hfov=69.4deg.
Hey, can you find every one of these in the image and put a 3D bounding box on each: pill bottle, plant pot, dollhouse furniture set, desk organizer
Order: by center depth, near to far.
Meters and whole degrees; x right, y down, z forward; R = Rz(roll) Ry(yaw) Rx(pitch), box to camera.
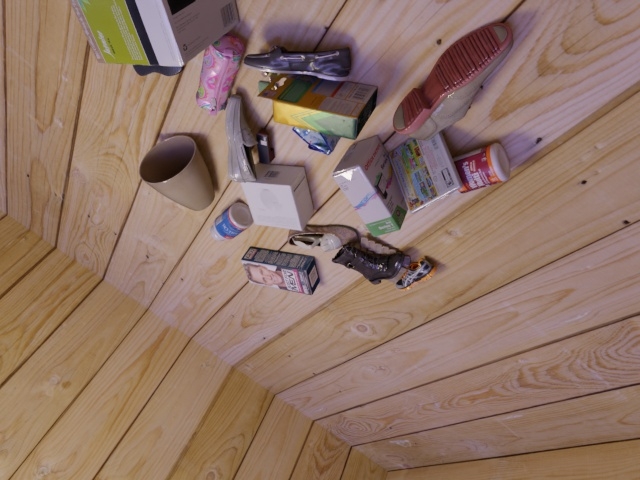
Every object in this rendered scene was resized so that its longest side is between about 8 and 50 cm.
[{"bbox_3d":[0.469,-0.216,1.457,0.221,0.121,0.121,-16,122,39],"label":"pill bottle"},{"bbox_3d":[-0.189,-0.533,1.554,0.076,0.058,0.151,14,137,18],"label":"dollhouse furniture set"},{"bbox_3d":[-0.207,-0.357,1.750,0.047,0.050,0.130,16,138,15],"label":"desk organizer"},{"bbox_3d":[-0.568,-0.254,1.943,0.257,0.256,0.274,6,150,24],"label":"plant pot"},{"bbox_3d":[-0.409,-0.075,2.097,0.124,0.124,0.222,43,138,-16],"label":"pill bottle"}]

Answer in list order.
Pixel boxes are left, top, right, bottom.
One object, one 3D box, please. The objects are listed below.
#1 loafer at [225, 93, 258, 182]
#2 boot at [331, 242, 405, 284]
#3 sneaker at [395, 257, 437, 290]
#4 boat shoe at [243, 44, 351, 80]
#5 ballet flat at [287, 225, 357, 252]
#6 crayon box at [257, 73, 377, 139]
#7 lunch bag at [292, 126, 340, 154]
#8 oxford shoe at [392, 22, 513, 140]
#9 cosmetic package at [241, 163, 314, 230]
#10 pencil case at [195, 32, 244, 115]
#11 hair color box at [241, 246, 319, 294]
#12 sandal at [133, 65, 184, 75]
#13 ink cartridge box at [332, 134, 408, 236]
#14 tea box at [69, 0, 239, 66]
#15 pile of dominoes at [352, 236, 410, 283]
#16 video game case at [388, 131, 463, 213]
[{"bbox_3d":[-0.284,-0.371,1.698,0.112,0.112,0.319,4,114,7],"label":"loafer"},{"bbox_3d":[0.190,0.080,1.889,0.229,0.091,0.263,31,140,-15],"label":"boot"},{"bbox_3d":[0.384,0.139,1.910,0.083,0.084,0.215,48,133,-3],"label":"sneaker"},{"bbox_3d":[-0.069,-0.561,1.416,0.336,0.112,0.095,9,119,5],"label":"boat shoe"},{"bbox_3d":[0.000,0.000,1.955,0.316,0.106,0.107,2,133,27],"label":"ballet flat"},{"bbox_3d":[-0.007,-0.431,1.445,0.323,0.203,0.083,17,138,15],"label":"crayon box"},{"bbox_3d":[-0.001,-0.374,1.556,0.151,0.128,0.096,39,140,-15],"label":"lunch bag"},{"bbox_3d":[0.385,-0.434,1.308,0.147,0.140,0.397,16,144,-34],"label":"oxford shoe"},{"bbox_3d":[-0.167,-0.174,1.847,0.224,0.138,0.224,9,134,23],"label":"cosmetic package"},{"bbox_3d":[-0.344,-0.557,1.558,0.124,0.124,0.284,33,142,-5],"label":"pencil case"},{"bbox_3d":[-0.191,0.144,2.213,0.348,0.105,0.173,8,135,23],"label":"hair color box"},{"bbox_3d":[-0.586,-0.651,1.674,0.255,0.054,0.097,13,131,32],"label":"sandal"},{"bbox_3d":[0.187,-0.186,1.585,0.117,0.201,0.278,-15,122,38],"label":"ink cartridge box"},{"bbox_3d":[-0.475,-0.685,1.354,0.324,0.328,0.219,12,137,21],"label":"tea box"},{"bbox_3d":[0.253,0.074,1.959,0.251,0.040,0.196,23,139,-5],"label":"pile of dominoes"},{"bbox_3d":[0.333,-0.229,1.490,0.206,0.026,0.226,-31,72,45],"label":"video game case"}]
